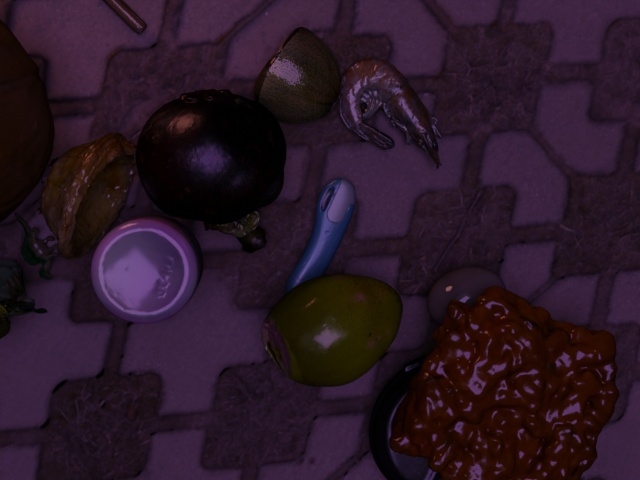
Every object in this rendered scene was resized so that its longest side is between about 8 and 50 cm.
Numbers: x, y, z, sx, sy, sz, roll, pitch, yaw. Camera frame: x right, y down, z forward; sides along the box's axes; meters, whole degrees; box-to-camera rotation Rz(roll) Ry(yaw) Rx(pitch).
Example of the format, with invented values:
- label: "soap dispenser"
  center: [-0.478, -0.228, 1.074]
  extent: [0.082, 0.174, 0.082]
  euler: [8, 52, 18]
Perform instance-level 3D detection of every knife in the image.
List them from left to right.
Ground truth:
- label: "knife"
  center: [0.000, 0.000, 1.436]
  extent: [0.064, 0.031, 0.221]
  euler: [23, 95, -10]

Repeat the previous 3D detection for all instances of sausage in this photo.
- label: "sausage"
  center: [-0.332, -0.384, 1.383]
  extent: [0.132, 0.024, 0.024]
  euler: [44, 89, -7]

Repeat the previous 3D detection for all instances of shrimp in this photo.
- label: "shrimp"
  center: [0.115, -0.198, 1.427]
  extent: [0.126, 0.047, 0.223]
  euler: [-38, 90, 5]

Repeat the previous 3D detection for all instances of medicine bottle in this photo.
- label: "medicine bottle"
  center: [-0.253, 0.036, 1.302]
  extent: [0.152, 0.254, 0.151]
  euler: [0, 94, -6]

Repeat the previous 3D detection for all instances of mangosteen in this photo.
- label: "mangosteen"
  center: [-0.154, -0.093, 1.331]
  extent: [0.232, 0.231, 0.289]
  euler: [-19, 116, -4]

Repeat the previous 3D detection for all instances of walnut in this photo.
- label: "walnut"
  center: [-0.583, -0.161, 1.230]
  extent: [0.398, 0.308, 0.354]
  euler: [-29, 97, 0]

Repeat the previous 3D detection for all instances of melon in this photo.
- label: "melon"
  center: [-0.027, -0.260, 1.390]
  extent: [0.128, 0.079, 0.160]
  euler: [30, 89, 0]

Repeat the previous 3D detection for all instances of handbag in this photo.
- label: "handbag"
  center: [0.235, 0.323, 1.446]
  extent: [0.308, 0.093, 0.253]
  euler: [14, 93, -6]

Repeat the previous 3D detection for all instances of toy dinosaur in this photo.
- label: "toy dinosaur"
  center: [-0.465, 0.007, 1.397]
  extent: [0.060, 0.029, 0.119]
  euler: [-39, 94, 15]

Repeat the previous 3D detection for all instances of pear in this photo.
- label: "pear"
  center: [0.027, 0.138, 1.373]
  extent: [0.220, 0.187, 0.187]
  euler: [-20, 96, -26]

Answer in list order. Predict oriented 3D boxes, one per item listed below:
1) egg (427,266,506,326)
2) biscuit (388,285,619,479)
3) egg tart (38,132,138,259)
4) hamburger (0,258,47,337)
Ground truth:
- label: "egg"
  center: [0.241, 0.096, 1.427]
  extent: [0.135, 0.103, 0.103]
  euler: [-20, 95, -9]
- label: "biscuit"
  center: [0.297, 0.247, 1.345]
  extent: [0.312, 0.110, 0.318]
  euler: [25, 92, -8]
- label: "egg tart"
  center: [-0.358, -0.075, 1.318]
  extent: [0.090, 0.212, 0.212]
  euler: [25, 91, 8]
- label: "hamburger"
  center: [-0.534, 0.101, 1.306]
  extent: [0.235, 0.214, 0.125]
  euler: [13, 104, -11]
